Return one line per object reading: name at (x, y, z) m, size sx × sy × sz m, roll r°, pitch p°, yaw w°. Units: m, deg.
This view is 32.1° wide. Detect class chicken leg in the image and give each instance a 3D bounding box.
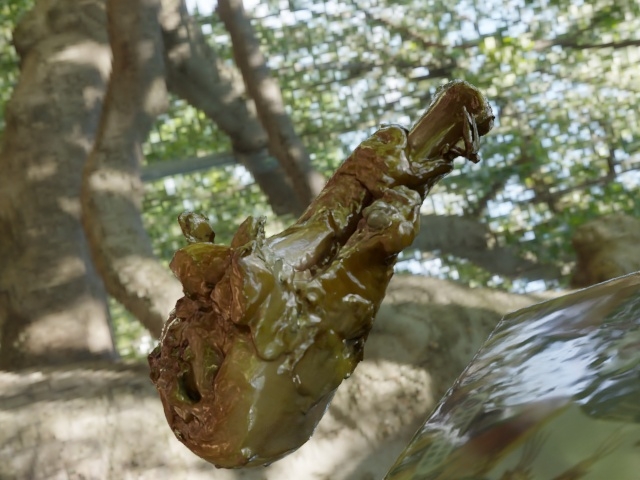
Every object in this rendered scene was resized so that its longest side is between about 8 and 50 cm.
chicken leg at (0.001, 0.002, 0.484) m, size 0.085 × 0.207 × 0.101 m, roll 18°, pitch -26°, yaw 54°

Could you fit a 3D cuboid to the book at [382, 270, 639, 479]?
book at (0.212, 0.049, 0.446) m, size 0.428 × 0.300 × 0.039 m, roll -23°, pitch -80°, yaw 35°
